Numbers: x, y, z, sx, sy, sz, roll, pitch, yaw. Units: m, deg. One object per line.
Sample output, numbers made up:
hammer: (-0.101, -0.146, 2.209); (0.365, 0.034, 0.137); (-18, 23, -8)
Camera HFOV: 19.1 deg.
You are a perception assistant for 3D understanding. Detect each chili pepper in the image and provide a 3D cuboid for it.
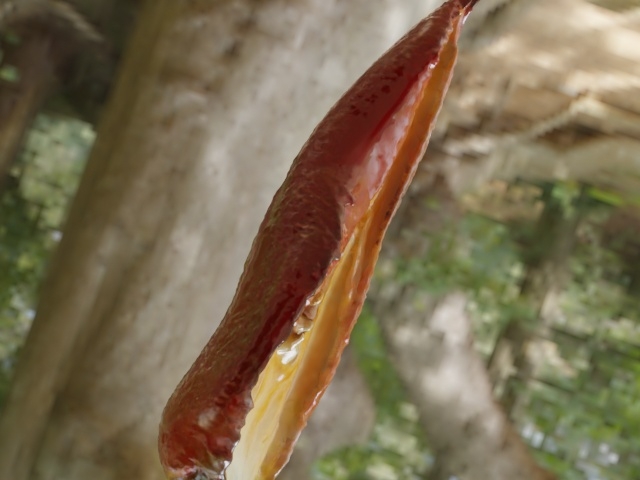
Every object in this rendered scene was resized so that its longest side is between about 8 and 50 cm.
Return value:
chili pepper: (0.000, 0.000, 0.479); (0.027, 0.178, 0.045); (19, 158, 22)
